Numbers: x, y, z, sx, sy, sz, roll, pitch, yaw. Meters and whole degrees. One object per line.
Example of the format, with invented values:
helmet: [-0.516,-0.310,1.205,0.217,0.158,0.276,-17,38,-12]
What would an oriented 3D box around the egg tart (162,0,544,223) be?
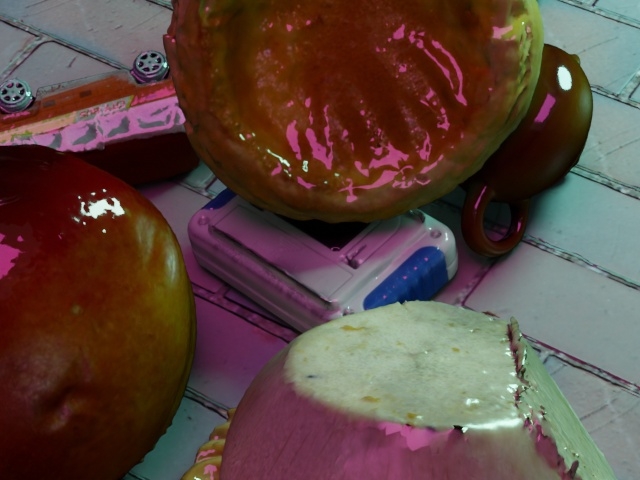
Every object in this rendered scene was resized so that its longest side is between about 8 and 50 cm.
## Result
egg tart: [0.029,-0.208,1.859,0.388,0.388,0.169,-8,11,4]

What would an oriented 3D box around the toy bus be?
toy bus: [-0.245,-0.118,2.046,0.265,0.121,0.120,-12,57,-1]

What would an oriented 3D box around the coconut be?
coconut: [0.081,0.250,1.519,0.346,0.360,0.346,2,23,-1]

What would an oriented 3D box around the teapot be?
teapot: [0.213,-0.095,1.930,0.178,0.135,0.252,-9,57,58]

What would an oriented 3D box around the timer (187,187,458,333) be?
timer: [0.000,0.000,1.913,0.253,0.078,0.178,31,60,32]

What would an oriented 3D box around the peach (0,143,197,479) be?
peach: [-0.303,0.073,1.734,0.406,0.310,0.335,-32,42,-27]

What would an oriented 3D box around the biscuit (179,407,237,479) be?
biscuit: [-0.065,0.237,1.717,0.144,0.033,0.224,6,41,24]
